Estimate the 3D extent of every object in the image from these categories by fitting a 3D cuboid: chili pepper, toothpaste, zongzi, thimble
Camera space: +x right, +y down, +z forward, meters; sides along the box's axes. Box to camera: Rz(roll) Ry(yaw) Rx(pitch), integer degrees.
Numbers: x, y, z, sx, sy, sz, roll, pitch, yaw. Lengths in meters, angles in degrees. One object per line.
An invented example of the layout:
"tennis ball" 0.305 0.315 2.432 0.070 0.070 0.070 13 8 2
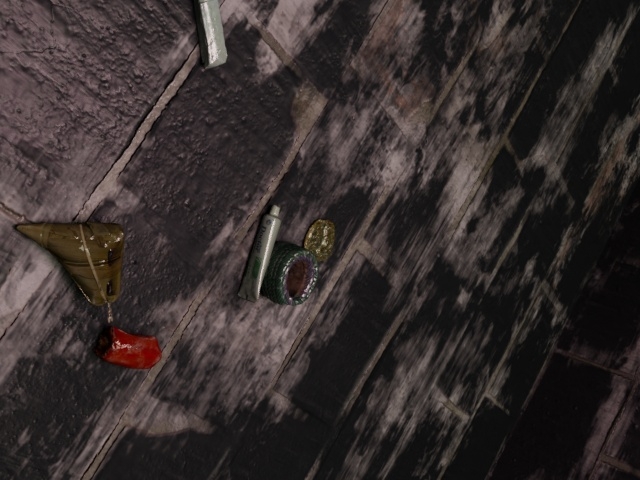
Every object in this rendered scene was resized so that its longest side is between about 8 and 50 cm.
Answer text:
"chili pepper" -0.367 0.211 1.328 0.123 0.070 0.073 22 72 -44
"toothpaste" -0.130 0.027 1.506 0.041 0.064 0.218 21 85 -51
"zongzi" -0.443 0.052 1.211 0.177 0.081 0.189 1 119 -23
"thimble" -0.073 0.074 1.551 0.118 0.090 0.135 -7 110 -43

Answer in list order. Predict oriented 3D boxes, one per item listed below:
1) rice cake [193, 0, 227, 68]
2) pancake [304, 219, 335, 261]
"rice cake" -0.213 -0.443 1.261 0.045 0.042 0.246 -19 117 -26
"pancake" 0.000 -0.001 1.649 0.108 0.017 0.108 -19 117 -43
